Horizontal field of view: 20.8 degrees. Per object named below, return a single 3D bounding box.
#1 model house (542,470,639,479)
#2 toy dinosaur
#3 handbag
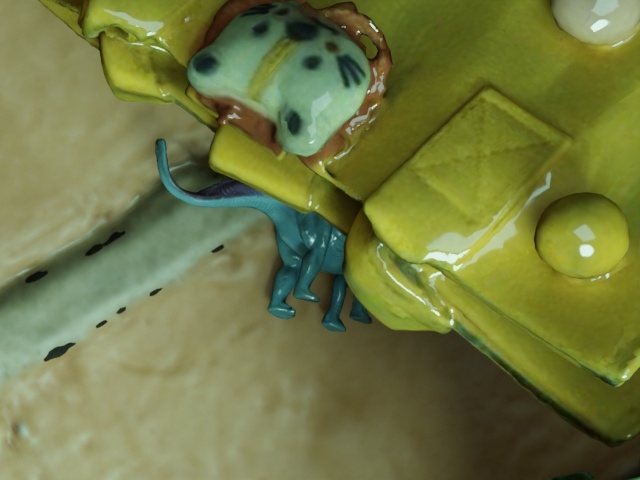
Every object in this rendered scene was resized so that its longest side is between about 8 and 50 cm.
[{"bbox_3d":[0.144,0.264,0.796,0.300,0.340,0.323,6,69,-55],"label":"model house"},{"bbox_3d":[0.000,0.000,0.903,0.197,0.045,0.080,21,69,-20],"label":"toy dinosaur"},{"bbox_3d":[0.060,-0.119,0.783,0.401,0.133,0.283,39,72,23],"label":"handbag"}]
